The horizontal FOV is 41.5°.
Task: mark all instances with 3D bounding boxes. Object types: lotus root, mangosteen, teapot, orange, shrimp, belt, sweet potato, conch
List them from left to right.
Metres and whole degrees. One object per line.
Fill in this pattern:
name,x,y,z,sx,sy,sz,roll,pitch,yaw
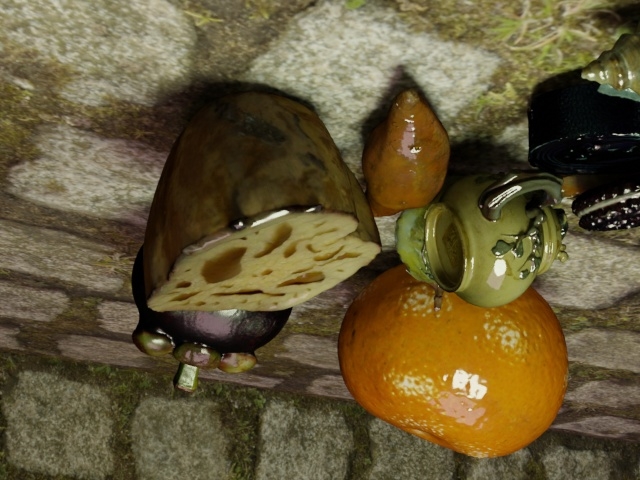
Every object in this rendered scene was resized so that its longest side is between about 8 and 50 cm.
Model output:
mangosteen,-0.188,0.108,1.419,0.275,0.302,0.275,16,-179,0
lotus root,-0.062,-0.056,1.077,0.316,0.249,0.316,-5,157,-2
sweet potato,0.107,-0.093,1.091,0.112,0.112,0.359,5,158,3
orange,0.240,0.198,1.519,0.424,0.326,0.424,23,164,7
teapot,0.243,-0.011,1.090,0.183,0.173,0.269,-8,150,-17
shrimp,0.395,-0.087,1.134,0.236,0.053,0.133,-13,173,33
belt,0.338,-0.129,0.964,0.199,0.078,0.151,-1,167,14
conch,0.371,-0.165,0.831,0.234,0.114,0.137,6,174,-18

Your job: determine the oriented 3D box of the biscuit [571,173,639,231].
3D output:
biscuit,0.408,-0.051,1.040,0.195,0.053,0.194,-11,171,-2

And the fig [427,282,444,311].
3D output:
fig,0.206,0.024,1.340,0.119,0.153,0.119,-10,140,-8

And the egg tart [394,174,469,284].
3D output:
egg tart,0.201,-0.004,1.230,0.197,0.078,0.197,-1,119,-2
